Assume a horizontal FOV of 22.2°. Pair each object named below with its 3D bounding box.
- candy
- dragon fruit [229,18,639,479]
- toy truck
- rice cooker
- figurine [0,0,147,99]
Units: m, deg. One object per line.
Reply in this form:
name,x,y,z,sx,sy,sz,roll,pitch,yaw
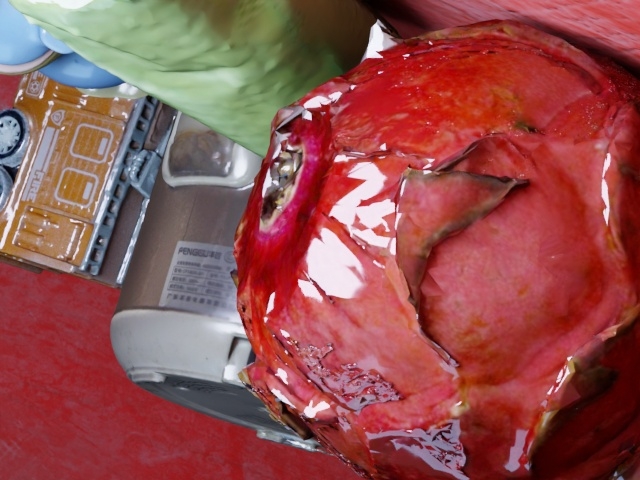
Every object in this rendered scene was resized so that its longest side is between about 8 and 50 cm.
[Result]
candy,-0.057,-0.136,1.020,0.142,0.132,0.343,36,-175,27
dragon fruit,0.100,0.024,0.955,0.302,0.295,0.295,21,-179,-25
toy truck,-0.208,-0.109,1.537,0.162,0.305,0.136,16,175,29
rice cooker,0.000,0.000,1.378,0.335,0.325,0.335,15,167,4
figurine,-0.178,-0.177,1.236,0.180,0.154,0.262,0,-169,6
